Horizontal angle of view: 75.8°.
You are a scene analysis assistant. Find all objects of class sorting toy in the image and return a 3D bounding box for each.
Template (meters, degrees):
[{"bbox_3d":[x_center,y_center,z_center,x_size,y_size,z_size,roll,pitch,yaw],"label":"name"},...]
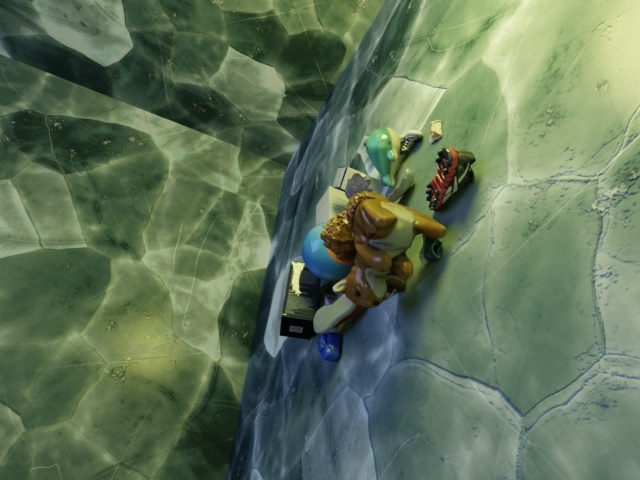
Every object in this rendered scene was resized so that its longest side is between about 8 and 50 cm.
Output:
[{"bbox_3d":[0.468,-0.442,1.695,0.075,0.044,0.083,102,176,-59],"label":"sorting toy"}]

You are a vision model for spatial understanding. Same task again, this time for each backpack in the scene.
[{"bbox_3d":[0.038,0.498,1.910,0.098,0.101,0.120,121,155,-51],"label":"backpack"}]

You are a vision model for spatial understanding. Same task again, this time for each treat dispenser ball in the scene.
[{"bbox_3d":[0.053,0.052,1.998,0.288,0.288,0.288,-161,90,-72],"label":"treat dispenser ball"}]

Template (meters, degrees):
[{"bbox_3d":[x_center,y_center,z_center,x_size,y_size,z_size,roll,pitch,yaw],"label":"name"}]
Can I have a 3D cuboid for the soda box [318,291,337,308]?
[{"bbox_3d":[0.051,0.342,2.073,0.216,0.069,0.074,-124,54,-69],"label":"soda box"}]

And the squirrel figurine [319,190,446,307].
[{"bbox_3d":[0.173,0.034,1.479,0.397,0.281,0.370,44,122,49],"label":"squirrel figurine"}]

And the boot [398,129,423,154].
[{"bbox_3d":[0.399,-0.437,1.848,0.190,0.069,0.086,-156,78,-80],"label":"boot"}]

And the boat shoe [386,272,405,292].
[{"bbox_3d":[0.231,0.144,1.681,0.342,0.123,0.123,-20,46,62],"label":"boat shoe"}]

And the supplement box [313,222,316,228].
[{"bbox_3d":[0.000,0.000,2.454,0.239,0.130,0.073,-65,19,17],"label":"supplement box"}]

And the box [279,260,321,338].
[{"bbox_3d":[-0.107,0.329,2.221,0.343,0.179,0.313,103,174,-60],"label":"box"}]

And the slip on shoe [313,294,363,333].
[{"bbox_3d":[0.078,0.342,1.883,0.331,0.101,0.123,-41,44,38],"label":"slip on shoe"}]

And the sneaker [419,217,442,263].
[{"bbox_3d":[0.397,0.000,1.440,0.076,0.065,0.167,-12,66,55],"label":"sneaker"}]

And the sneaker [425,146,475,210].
[{"bbox_3d":[0.449,-0.204,1.415,0.276,0.135,0.098,95,166,-51],"label":"sneaker"}]

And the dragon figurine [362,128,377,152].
[{"bbox_3d":[0.294,-0.481,2.145,0.289,0.085,0.144,-96,30,-53],"label":"dragon figurine"}]

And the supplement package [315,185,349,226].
[{"bbox_3d":[0.086,-0.117,2.244,0.177,0.175,0.293,-53,26,41],"label":"supplement package"}]

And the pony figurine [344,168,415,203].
[{"bbox_3d":[0.233,-0.123,1.754,0.351,0.302,0.363,123,143,-60],"label":"pony figurine"}]

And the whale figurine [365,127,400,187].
[{"bbox_3d":[0.284,-0.380,1.903,0.216,0.141,0.272,-132,36,-73],"label":"whale figurine"}]

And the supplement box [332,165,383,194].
[{"bbox_3d":[0.187,-0.277,2.041,0.111,0.220,0.114,-156,83,-72],"label":"supplement box"}]
